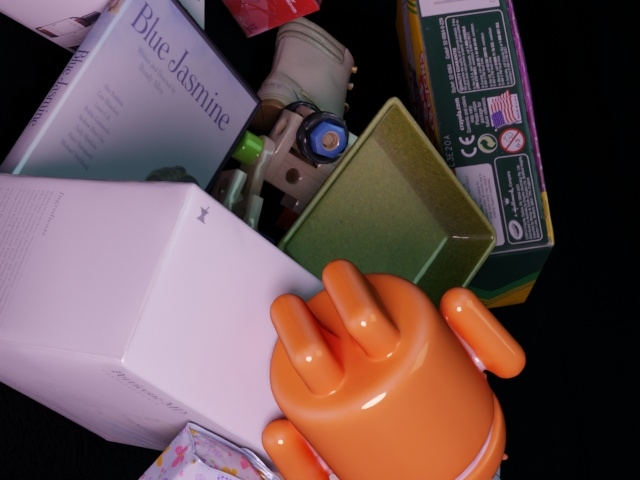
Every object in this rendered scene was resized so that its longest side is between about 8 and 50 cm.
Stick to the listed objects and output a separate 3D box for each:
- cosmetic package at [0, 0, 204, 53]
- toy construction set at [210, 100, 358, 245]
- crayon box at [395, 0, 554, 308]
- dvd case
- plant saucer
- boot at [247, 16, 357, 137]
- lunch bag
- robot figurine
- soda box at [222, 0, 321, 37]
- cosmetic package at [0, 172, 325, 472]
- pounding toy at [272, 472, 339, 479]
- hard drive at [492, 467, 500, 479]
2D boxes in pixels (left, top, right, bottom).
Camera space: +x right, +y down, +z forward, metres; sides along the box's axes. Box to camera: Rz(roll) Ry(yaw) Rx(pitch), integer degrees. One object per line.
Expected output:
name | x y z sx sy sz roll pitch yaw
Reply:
cosmetic package | -0.205 -0.211 1.313 0.239 0.099 0.060 27 54 -51
toy construction set | 0.000 0.000 1.507 0.328 0.151 0.215 29 91 -42
crayon box | 0.157 -0.128 1.733 0.313 0.106 0.362 87 -5 -77
dvd case | -0.156 -0.070 1.296 0.180 0.022 0.253 48 62 -41
plant saucer | 0.051 0.002 1.421 0.188 0.045 0.188 51 64 -29
boot | 0.008 -0.113 1.647 0.213 0.077 0.165 51 34 -33
lunch bag | -0.076 0.173 1.088 0.083 0.071 0.053 30 20 -28
robot figurine | 0.050 0.109 1.099 0.158 0.128 0.219 -59 134 -26
soda box | -0.096 -0.329 1.556 0.263 0.092 0.083 52 34 -32
cosmetic package | -0.125 0.062 1.161 0.224 0.225 0.138 38 63 -45
pounding toy | -0.034 0.175 1.380 0.206 0.181 0.094 36 3 8
hard drive | 0.074 0.324 1.517 0.233 0.047 0.353 28 52 -31
